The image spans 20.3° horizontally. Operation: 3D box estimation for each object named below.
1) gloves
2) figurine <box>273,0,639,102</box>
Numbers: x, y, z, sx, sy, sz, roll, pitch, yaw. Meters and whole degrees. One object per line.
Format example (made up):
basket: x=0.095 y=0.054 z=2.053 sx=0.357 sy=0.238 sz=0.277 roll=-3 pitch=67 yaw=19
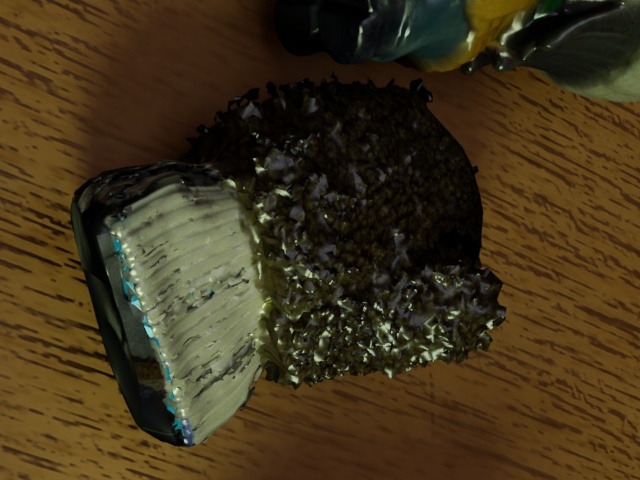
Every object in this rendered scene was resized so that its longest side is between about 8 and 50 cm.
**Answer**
gloves: x=-0.002 y=0.004 z=1.098 sx=0.312 sy=0.135 sz=0.210 roll=-32 pitch=98 yaw=-35
figurine: x=0.133 y=-0.164 z=1.193 sx=0.332 sy=0.185 sz=0.204 roll=-27 pitch=116 yaw=-26
